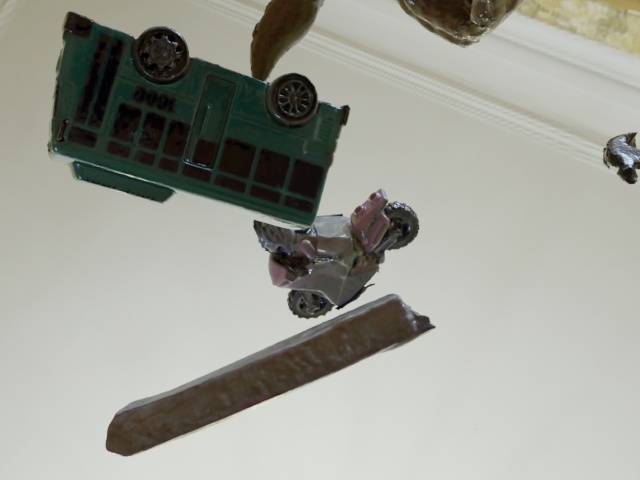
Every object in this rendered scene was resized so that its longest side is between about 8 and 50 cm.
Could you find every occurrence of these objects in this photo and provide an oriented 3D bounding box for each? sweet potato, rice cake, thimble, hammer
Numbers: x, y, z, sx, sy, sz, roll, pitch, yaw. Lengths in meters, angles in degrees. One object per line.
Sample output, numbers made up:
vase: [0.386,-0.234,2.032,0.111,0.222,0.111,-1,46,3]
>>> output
sweet potato: [-0.005,-0.289,0.792,0.067,0.067,0.274,31,-84,17]
rice cake: [-0.060,0.156,0.891,0.399,0.070,0.064,-22,-100,-5]
thimble: [0.164,-0.366,0.898,0.229,0.196,0.148,46,-109,-8]
hammer: [0.438,-0.055,0.779,0.297,0.125,0.027,14,-59,4]

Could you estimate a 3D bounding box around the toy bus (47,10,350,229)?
toy bus: [-0.075,-0.062,0.434,0.160,0.079,0.092,17,-93,-18]

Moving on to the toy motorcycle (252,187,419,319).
toy motorcycle: [0.001,0.003,1.078,0.239,0.204,0.108,-50,-151,8]
